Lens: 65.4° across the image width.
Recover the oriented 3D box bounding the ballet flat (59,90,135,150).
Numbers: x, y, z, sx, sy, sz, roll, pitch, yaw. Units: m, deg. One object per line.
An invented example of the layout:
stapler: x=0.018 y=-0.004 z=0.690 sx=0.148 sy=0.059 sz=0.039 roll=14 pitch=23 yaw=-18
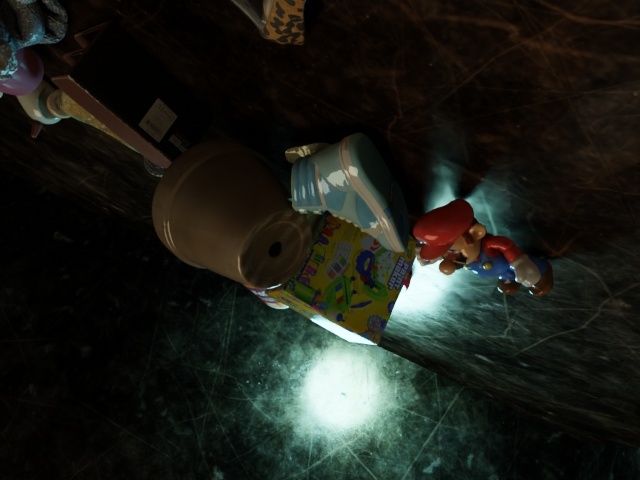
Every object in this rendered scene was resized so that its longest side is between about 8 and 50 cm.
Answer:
ballet flat: x=-0.516 y=-0.322 z=1.312 sx=0.348 sy=0.123 sz=0.123 roll=26 pitch=163 yaw=-5

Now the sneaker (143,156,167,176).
sneaker: x=-0.390 y=-0.208 z=1.449 sx=0.297 sy=0.111 sz=0.129 roll=26 pitch=-179 yaw=24

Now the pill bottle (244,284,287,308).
pill bottle: x=-0.198 y=0.078 z=1.779 sx=0.224 sy=0.224 sz=0.392 roll=17 pitch=161 yaw=29

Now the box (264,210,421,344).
box: x=0.059 y=0.072 z=1.281 sx=0.279 sy=0.290 sz=0.177 roll=32 pitch=162 yaw=-14

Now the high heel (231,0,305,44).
high heel: x=0.002 y=-0.323 z=0.626 sx=0.261 sy=0.093 sz=0.186 roll=3 pitch=170 yaw=35

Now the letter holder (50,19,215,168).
letter holder: x=-0.437 y=-0.314 z=1.132 sx=0.214 sy=0.152 sz=0.302 roll=12 pitch=158 yaw=43

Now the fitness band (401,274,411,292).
fitness band: x=0.168 y=0.085 z=1.558 sx=0.209 sy=0.054 sz=0.291 roll=14 pitch=160 yaw=34

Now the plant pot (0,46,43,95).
plant pot: x=-0.795 y=-0.448 z=1.224 sx=0.201 sy=0.201 sz=0.180 roll=25 pitch=178 yaw=6

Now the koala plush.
koala plush: x=-0.641 y=-0.422 z=0.992 sx=0.196 sy=0.221 sz=0.203 roll=23 pitch=162 yaw=12

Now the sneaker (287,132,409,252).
sneaker: x=0.054 y=-0.079 z=1.050 sx=0.208 sy=0.127 sz=0.319 roll=-10 pitch=136 yaw=27

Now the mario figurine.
mario figurine: x=0.318 y=0.049 z=1.028 sx=0.320 sy=0.170 sz=0.198 roll=26 pitch=130 yaw=-22

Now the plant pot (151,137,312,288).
plant pot: x=-0.177 y=-0.037 z=1.138 sx=0.280 sy=0.323 sz=0.323 roll=36 pitch=173 yaw=42

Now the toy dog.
toy dog: x=-0.878 y=-0.426 z=1.427 sx=0.333 sy=0.161 sz=0.220 roll=32 pitch=162 yaw=-16

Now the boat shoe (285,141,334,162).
boat shoe: x=-0.009 y=-0.189 z=1.055 sx=0.133 sy=0.042 sz=0.049 roll=3 pitch=123 yaw=26
